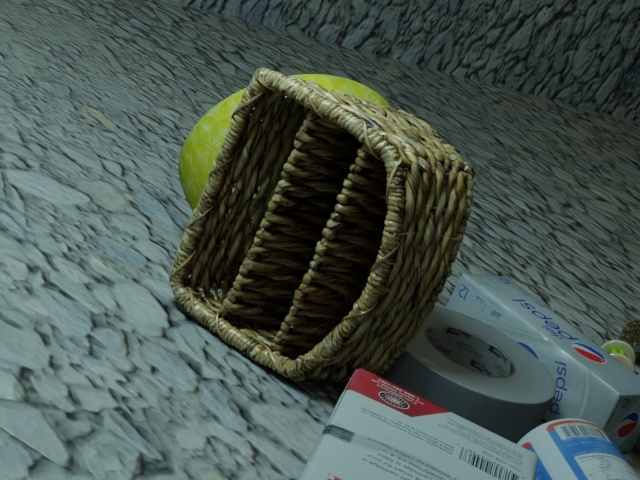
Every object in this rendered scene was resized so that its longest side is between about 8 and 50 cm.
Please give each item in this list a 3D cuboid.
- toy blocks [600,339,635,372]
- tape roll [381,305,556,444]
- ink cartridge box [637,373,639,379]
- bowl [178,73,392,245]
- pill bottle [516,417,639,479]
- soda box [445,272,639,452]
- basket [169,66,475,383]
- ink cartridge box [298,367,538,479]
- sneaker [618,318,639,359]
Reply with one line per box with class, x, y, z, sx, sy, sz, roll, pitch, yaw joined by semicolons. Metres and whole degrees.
toy blocks;0.424;0.196;1.880;0.123;0.054;0.148;25;19;2
tape roll;0.161;0.157;1.651;0.219;0.072;0.219;20;20;-7
ink cartridge box;0.528;0.268;1.787;0.275;0.060;0.239;3;55;-45
bowl;-0.023;-0.049;1.751;0.289;0.289;0.156;12;45;-29
pill bottle;0.268;0.279;1.370;0.124;0.124;0.221;16;21;-19
soda box;0.280;0.150;1.777;0.098;0.091;0.286;5;26;-46
basket;0.000;0.000;1.541;0.223;0.299;0.213;14;22;-31
ink cartridge box;0.074;0.244;1.250;0.197;0.114;0.273;26;18;5
sneaker;0.513;0.162;1.990;0.086;0.064;0.192;39;-13;-29
